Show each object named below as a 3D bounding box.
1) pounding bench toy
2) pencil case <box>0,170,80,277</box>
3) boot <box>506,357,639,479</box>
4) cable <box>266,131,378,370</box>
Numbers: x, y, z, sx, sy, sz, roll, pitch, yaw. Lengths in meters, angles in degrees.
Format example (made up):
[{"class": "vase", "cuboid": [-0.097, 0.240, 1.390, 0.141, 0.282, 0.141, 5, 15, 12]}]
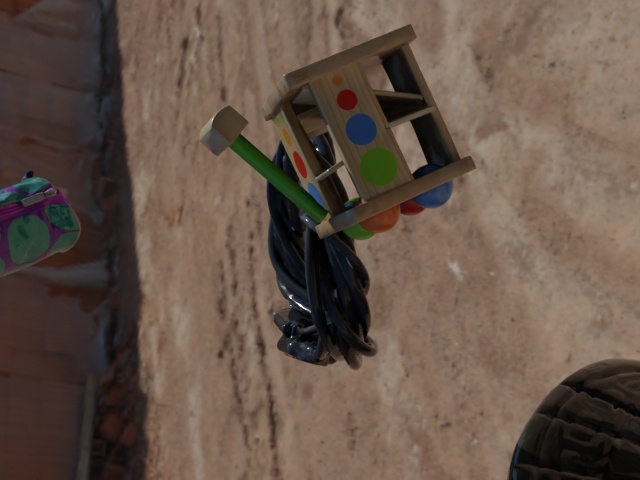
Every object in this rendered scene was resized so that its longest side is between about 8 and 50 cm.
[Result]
[{"class": "pounding bench toy", "cuboid": [0.004, -0.030, 0.346, 0.065, 0.083, 0.052, 66, 165, -1]}, {"class": "pencil case", "cuboid": [-0.242, 0.000, 0.637, 0.064, 0.151, 0.070, 46, 126, 11]}, {"class": "boot", "cuboid": [0.133, 0.263, 0.494, 0.377, 0.138, 0.284, -54, -24, -54]}, {"class": "cable", "cuboid": [0.000, 0.000, 0.542, 0.184, 0.047, 0.151, 154, 114, -80]}]
